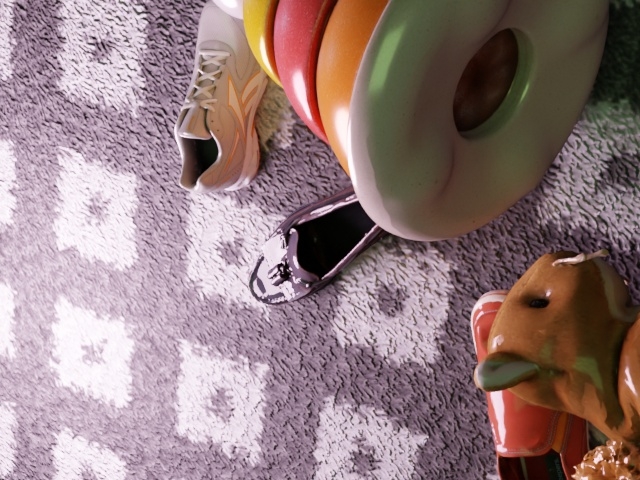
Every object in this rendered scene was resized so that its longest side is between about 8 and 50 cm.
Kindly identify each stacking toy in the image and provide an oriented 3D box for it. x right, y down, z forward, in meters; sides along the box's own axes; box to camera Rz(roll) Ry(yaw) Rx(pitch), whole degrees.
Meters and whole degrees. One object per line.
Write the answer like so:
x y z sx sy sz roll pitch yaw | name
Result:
0.037 -0.246 1.044 0.480 0.351 0.350 36 122 38 | stacking toy

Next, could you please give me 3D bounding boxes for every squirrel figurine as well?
0.340 0.178 0.921 0.371 0.281 0.396 5 92 29 | squirrel figurine

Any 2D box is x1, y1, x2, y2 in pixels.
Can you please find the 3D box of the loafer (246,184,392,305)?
0.000 0.000 1.210 0.302 0.095 0.109 -34 87 33 | loafer

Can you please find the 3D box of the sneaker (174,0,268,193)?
-0.134 -0.181 1.216 0.099 0.121 0.262 10 110 26 | sneaker

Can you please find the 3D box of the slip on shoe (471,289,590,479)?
0.255 0.219 1.130 0.123 0.101 0.331 -10 99 34 | slip on shoe
